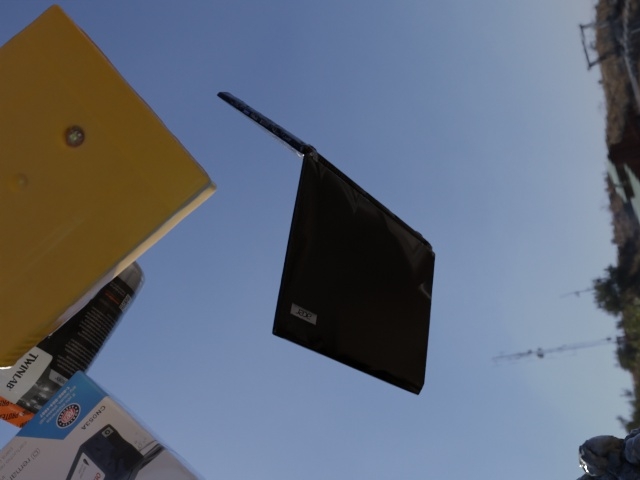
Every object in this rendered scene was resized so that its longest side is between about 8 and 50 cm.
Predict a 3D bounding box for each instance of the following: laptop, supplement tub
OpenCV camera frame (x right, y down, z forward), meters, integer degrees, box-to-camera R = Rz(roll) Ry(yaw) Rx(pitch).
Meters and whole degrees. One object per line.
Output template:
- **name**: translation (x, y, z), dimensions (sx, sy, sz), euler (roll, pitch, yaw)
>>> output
- **laptop**: translation (0.000, 0.000, 0.634), dimensions (0.234, 0.137, 0.264), euler (33, -176, -46)
- **supplement tub**: translation (-0.484, 0.151, 1.124), dimensions (0.207, 0.207, 0.338), euler (49, -122, -38)

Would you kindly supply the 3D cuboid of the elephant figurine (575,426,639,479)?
- **elephant figurine**: translation (0.294, 0.276, 0.515), dimensions (0.169, 0.186, 0.239), euler (59, -158, -6)

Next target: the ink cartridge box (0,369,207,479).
- **ink cartridge box**: translation (-0.269, 0.347, 0.787), dimensions (0.223, 0.307, 0.129), euler (-48, -34, -21)

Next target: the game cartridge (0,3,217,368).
- **game cartridge**: translation (-0.326, -0.059, 0.706), dimensions (0.285, 0.323, 0.053), euler (49, 178, 8)
